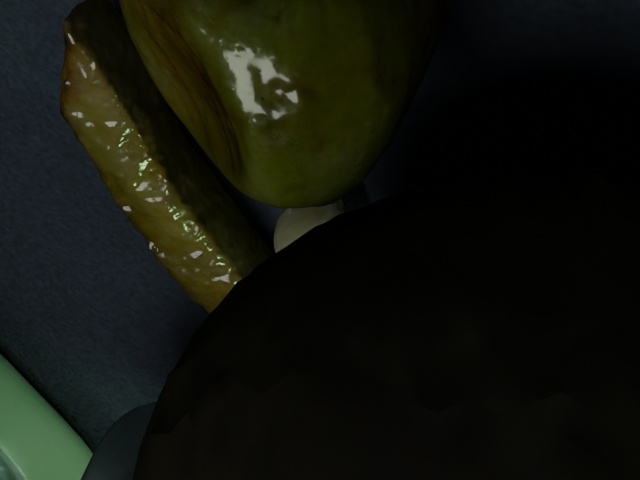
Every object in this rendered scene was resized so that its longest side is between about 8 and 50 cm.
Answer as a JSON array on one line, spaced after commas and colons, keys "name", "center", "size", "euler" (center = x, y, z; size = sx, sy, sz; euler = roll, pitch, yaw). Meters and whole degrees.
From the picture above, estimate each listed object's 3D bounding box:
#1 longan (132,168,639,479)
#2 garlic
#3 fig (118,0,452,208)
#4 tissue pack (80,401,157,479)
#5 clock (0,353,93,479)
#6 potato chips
[{"name": "longan", "center": [0.101, 0.143, 0.889], "size": [0.391, 0.391, 0.391], "euler": [20, 148, 13]}, {"name": "garlic", "center": [0.000, 0.000, 1.070], "size": [0.053, 0.041, 0.083], "euler": [-4, 146, 22]}, {"name": "fig", "center": [-0.017, -0.096, 0.835], "size": [0.144, 0.154, 0.166], "euler": [4, 98, 50]}, {"name": "tissue pack", "center": [-0.021, 0.252, 1.206], "size": [0.333, 0.229, 0.236], "euler": [24, -172, 12]}, {"name": "clock", "center": [-0.318, 0.234, 1.381], "size": [0.108, 0.324, 0.265], "euler": [-2, 136, 40]}, {"name": "potato chips", "center": [-0.054, 0.008, 1.104], "size": [0.080, 0.057, 0.407], "euler": [-6, 135, 34]}]
